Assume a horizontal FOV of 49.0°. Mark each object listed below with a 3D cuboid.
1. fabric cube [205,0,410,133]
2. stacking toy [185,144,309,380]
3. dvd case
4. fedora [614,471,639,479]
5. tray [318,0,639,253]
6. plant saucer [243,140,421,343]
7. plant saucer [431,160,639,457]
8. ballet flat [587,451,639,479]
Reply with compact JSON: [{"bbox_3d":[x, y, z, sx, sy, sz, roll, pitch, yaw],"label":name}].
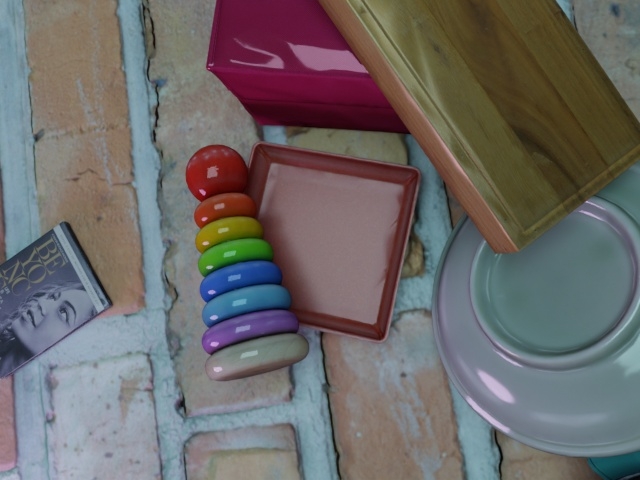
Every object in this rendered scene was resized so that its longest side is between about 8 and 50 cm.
[{"bbox_3d":[0.020,-0.304,0.965,0.258,0.259,0.253,7,85,12],"label":"fabric cube"},{"bbox_3d":[-0.122,0.019,0.973,0.141,0.141,0.330,-18,76,9],"label":"stacking toy"},{"bbox_3d":[-0.463,0.096,1.134,0.221,0.018,0.164,-33,77,6],"label":"dvd case"},{"bbox_3d":[0.433,0.422,0.775,0.334,0.152,0.333,9,115,20],"label":"fedora"},{"bbox_3d":[0.168,-0.210,0.780,0.203,0.076,0.410,-36,94,-9],"label":"tray"},{"bbox_3d":[0.000,0.000,1.037,0.259,0.048,0.258,11,85,14],"label":"plant saucer"},{"bbox_3d":[0.299,0.054,0.854,0.401,0.101,0.400,-15,65,33],"label":"plant saucer"},{"bbox_3d":[0.524,0.294,0.856,0.409,0.147,0.146,23,88,11],"label":"ballet flat"}]
